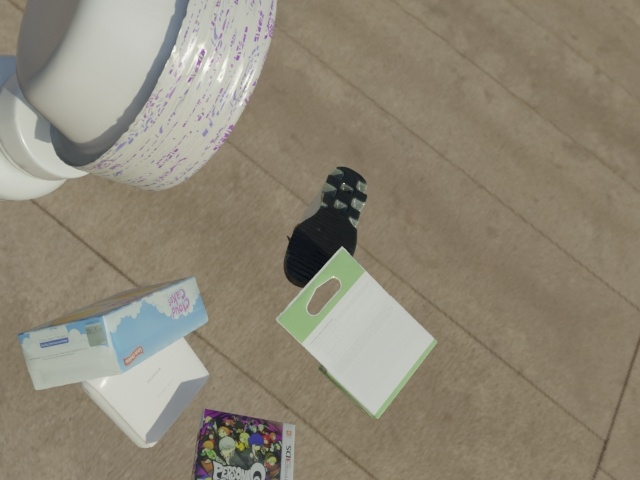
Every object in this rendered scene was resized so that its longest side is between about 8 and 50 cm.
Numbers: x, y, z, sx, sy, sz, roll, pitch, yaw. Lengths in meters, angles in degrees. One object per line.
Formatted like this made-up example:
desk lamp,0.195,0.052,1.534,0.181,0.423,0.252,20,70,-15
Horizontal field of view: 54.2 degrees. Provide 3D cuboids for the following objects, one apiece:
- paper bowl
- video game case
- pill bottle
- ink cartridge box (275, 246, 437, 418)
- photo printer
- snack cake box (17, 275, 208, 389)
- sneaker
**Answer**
paper bowl,-0.184,-0.200,0.600,0.148,0.284,0.284,17,52,-43
video game case,-0.174,0.508,1.436,0.232,0.041,0.210,16,47,-16
pill bottle,-0.420,-0.137,0.791,0.319,0.176,0.176,1,48,31
ink cartridge box,0.057,0.152,1.035,0.235,0.056,0.171,45,71,-6
photo printer,-0.427,0.317,1.513,0.107,0.307,0.256,13,50,37
snack cake box,-0.309,0.135,0.978,0.264,0.152,0.089,-29,104,-72
sneaker,0.000,0.000,1.249,0.123,0.146,0.330,34,42,-4
